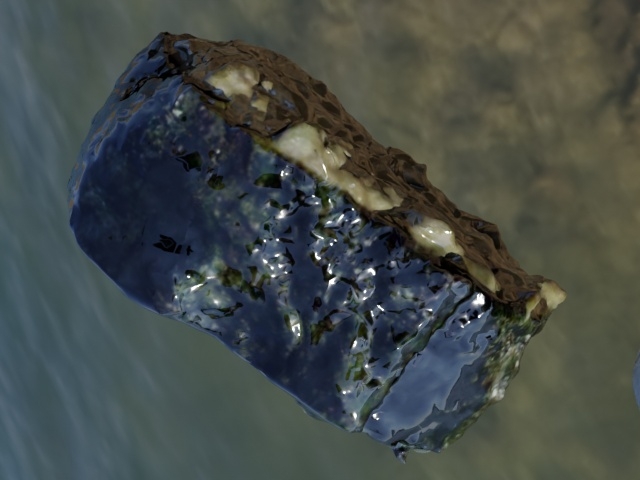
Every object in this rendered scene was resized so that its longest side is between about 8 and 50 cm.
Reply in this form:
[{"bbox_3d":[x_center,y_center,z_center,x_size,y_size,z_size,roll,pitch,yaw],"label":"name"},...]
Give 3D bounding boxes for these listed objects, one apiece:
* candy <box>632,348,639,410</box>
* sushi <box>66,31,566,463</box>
[{"bbox_3d":[0.331,0.119,0.841,0.289,0.214,0.157,-100,30,-57],"label":"candy"},{"bbox_3d":[0.000,0.000,0.873,0.350,0.211,0.171,36,109,-13],"label":"sushi"}]
